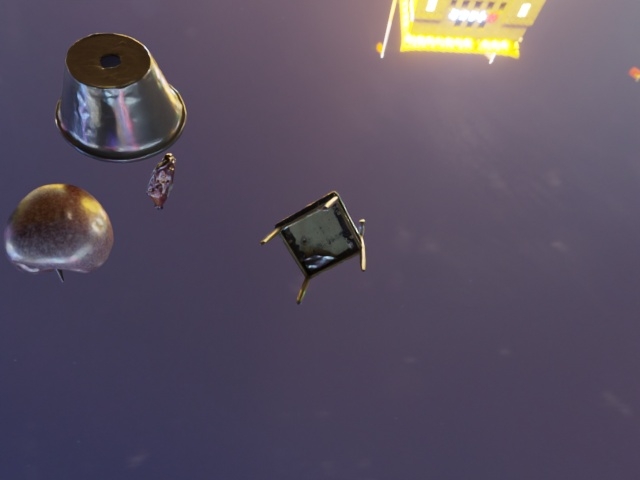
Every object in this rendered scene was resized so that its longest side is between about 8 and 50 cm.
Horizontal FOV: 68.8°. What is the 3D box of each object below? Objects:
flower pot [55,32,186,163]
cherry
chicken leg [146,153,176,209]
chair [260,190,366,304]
[{"bbox_3d":[-0.419,-0.309,0.967,0.269,0.166,0.268,6,-119,-11],"label":"flower pot"},{"bbox_3d":[-0.453,-0.017,0.820,0.176,0.140,0.175,3,-101,-14],"label":"cherry"},{"bbox_3d":[-0.403,-0.139,1.187,0.053,0.205,0.093,26,-144,-15],"label":"chicken leg"},{"bbox_3d":[0.000,0.000,1.064,0.188,0.272,0.166,-29,-83,14],"label":"chair"}]
